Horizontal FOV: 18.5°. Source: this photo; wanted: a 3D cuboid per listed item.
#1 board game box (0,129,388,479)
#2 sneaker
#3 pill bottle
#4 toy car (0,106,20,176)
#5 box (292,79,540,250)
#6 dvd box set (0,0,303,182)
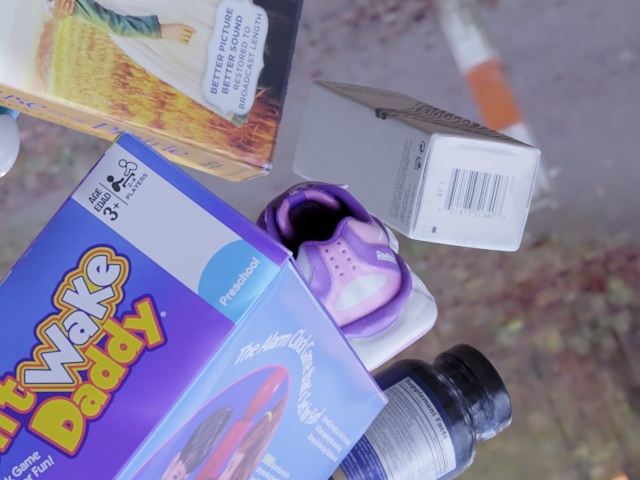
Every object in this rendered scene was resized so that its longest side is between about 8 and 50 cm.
[{"bbox_3d":[-0.087,0.111,0.823,0.233,0.078,0.347,-51,166,-6],"label":"board game box"},{"bbox_3d":[0.000,0.000,1.332,0.095,0.104,0.236,-35,-157,-3],"label":"sneaker"},{"bbox_3d":[0.066,0.186,1.827,0.219,0.123,0.123,-28,173,-24],"label":"pill bottle"},{"bbox_3d":[-0.306,-0.101,1.577,0.182,0.159,0.136,-40,170,33],"label":"toy car"},{"bbox_3d":[0.079,-0.070,1.745,0.113,0.094,0.275,7,-169,-25],"label":"box"},{"bbox_3d":[-0.197,-0.245,1.393,0.420,0.307,0.062,18,165,-29],"label":"dvd box set"}]
